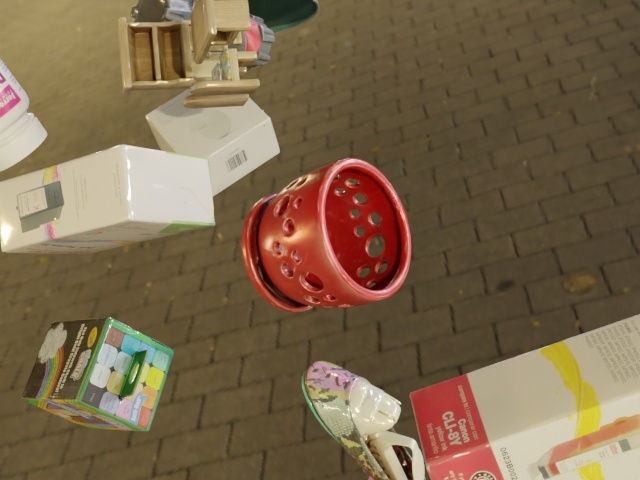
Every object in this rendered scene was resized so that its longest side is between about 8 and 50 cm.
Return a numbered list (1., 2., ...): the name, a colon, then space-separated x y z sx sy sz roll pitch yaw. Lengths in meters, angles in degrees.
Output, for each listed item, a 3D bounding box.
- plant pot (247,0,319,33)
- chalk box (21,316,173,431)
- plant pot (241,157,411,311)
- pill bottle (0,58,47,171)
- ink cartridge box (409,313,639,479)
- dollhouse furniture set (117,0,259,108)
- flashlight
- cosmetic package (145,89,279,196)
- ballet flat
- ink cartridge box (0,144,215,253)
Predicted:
1. plant pot: -0.164 -0.547 1.903 0.293 0.196 0.293 -11 -3 -1
2. chalk box: -0.427 0.270 1.855 0.289 0.179 0.180 -7 58 44
3. plant pot: 0.000 0.000 1.248 0.174 0.191 0.191 -14 28 39
4. pill bottle: -0.655 -0.278 1.741 0.160 0.283 0.160 -25 28 14
5. ink cartridge box: 0.358 0.299 1.314 0.384 0.279 0.160 -21 28 7
6. dollhouse furniture set: -0.197 -0.293 1.320 0.161 0.212 0.242 -5 -5 -16
7. flashlight: -0.199 -0.358 1.583 0.103 0.103 0.304 -8 -1 31
8. cosmetic package: -0.258 -0.256 2.226 0.224 0.138 0.225 -34 58 -13
9. ballet flat: 0.064 0.215 1.009 0.079 0.222 0.077 -14 26 37
10. ink cartridge box: -0.372 -0.051 1.493 0.353 0.119 0.207 -11 -7 31
